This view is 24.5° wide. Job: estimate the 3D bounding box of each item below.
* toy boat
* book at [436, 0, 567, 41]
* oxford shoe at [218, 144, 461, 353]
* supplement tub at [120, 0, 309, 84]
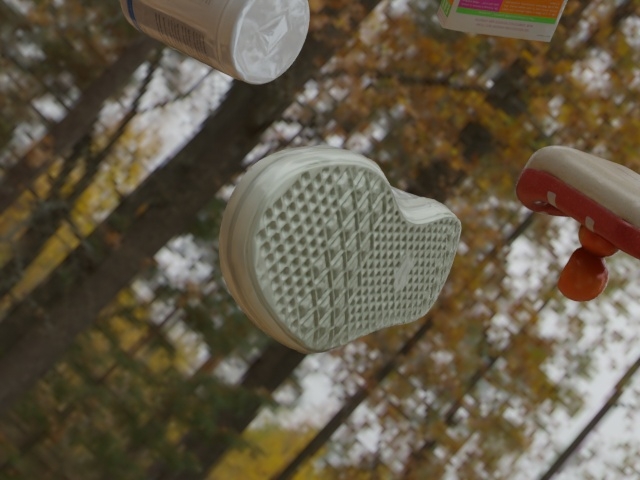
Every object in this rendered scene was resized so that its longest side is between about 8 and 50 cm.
[{"bbox_3d":[0.303,-0.004,1.606,0.151,0.151,0.231,14,18,-42],"label":"toy boat"},{"bbox_3d":[0.157,-0.225,1.147,0.035,0.096,0.144,-109,-151,-42],"label":"book"},{"bbox_3d":[0.000,0.000,1.265,0.130,0.169,0.449,24,6,19],"label":"oxford shoe"},{"bbox_3d":[-0.067,-0.146,0.915,0.107,0.071,0.071,30,-18,34],"label":"supplement tub"}]
